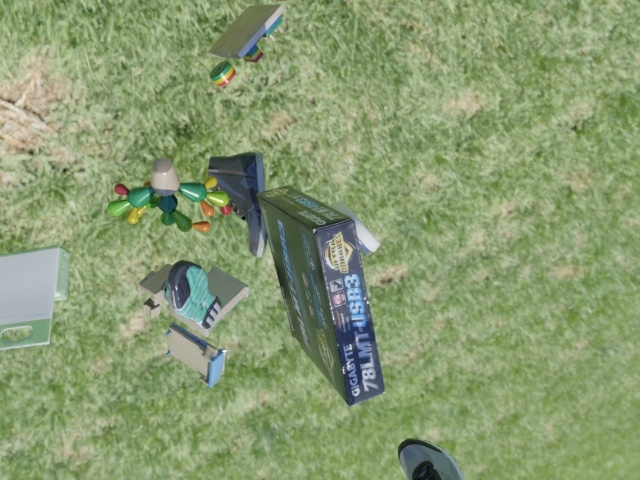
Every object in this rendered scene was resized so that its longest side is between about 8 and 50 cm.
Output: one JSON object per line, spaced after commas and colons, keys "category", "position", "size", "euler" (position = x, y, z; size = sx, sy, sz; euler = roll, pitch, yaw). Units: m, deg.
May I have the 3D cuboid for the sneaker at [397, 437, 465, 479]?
{"category": "sneaker", "position": [0.245, 0.507, 1.356], "size": [0.100, 0.271, 0.108], "euler": [-49, 144, 12]}

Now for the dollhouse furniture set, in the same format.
{"category": "dollhouse furniture set", "position": [-0.377, 0.242, 2.062], "size": [0.198, 0.286, 0.303], "euler": [-45, 156, -42]}

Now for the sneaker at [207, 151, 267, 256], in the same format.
{"category": "sneaker", "position": [-0.170, -0.071, 1.402], "size": [0.118, 0.222, 0.083], "euler": [-4, 168, -3]}

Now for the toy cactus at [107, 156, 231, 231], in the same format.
{"category": "toy cactus", "position": [-0.270, -0.090, 1.213], "size": [0.219, 0.112, 0.180], "euler": [4, 150, -5]}

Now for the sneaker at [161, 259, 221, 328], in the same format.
{"category": "sneaker", "position": [-0.243, 0.088, 1.154], "size": [0.223, 0.098, 0.083], "euler": [82, 33, -63]}

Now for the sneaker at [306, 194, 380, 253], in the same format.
{"category": "sneaker", "position": [0.000, 0.000, 1.461], "size": [0.148, 0.350, 0.131], "euler": [-44, 109, -10]}

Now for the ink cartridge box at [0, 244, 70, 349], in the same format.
{"category": "ink cartridge box", "position": [-0.662, 0.134, 1.530], "size": [0.171, 0.235, 0.056], "euler": [-9, 157, 10]}

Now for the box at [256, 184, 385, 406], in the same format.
{"category": "box", "position": [-0.005, 0.076, 1.117], "size": [0.073, 0.293, 0.295], "euler": [-18, 111, -18]}

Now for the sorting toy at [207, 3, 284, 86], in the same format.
{"category": "sorting toy", "position": [-0.131, -0.402, 1.322], "size": [0.274, 0.132, 0.046], "euler": [-52, 127, -11]}
